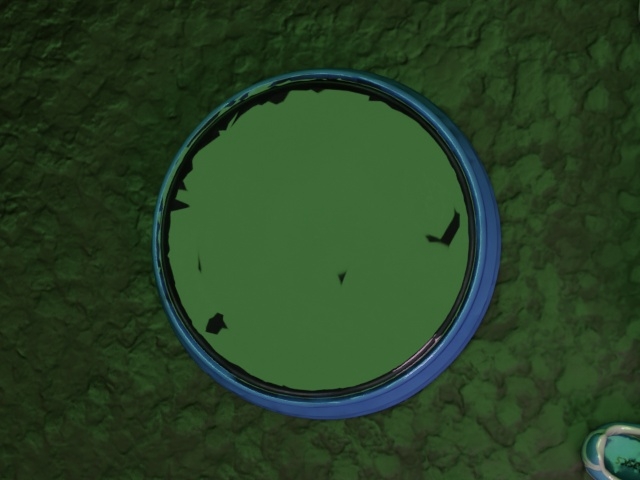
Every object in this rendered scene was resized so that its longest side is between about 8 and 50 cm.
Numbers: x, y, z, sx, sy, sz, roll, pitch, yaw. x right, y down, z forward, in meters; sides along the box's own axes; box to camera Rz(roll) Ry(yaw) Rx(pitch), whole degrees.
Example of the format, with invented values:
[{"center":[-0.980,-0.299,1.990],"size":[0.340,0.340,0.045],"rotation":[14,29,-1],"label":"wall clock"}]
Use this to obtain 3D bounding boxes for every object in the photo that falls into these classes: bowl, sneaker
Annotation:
[{"center":[0.000,0.000,1.754],"size":[0.391,0.077,0.391],"rotation":[-1,84,9],"label":"bowl"},{"center":[0.388,0.241,1.663],"size":[0.237,0.086,0.085],"rotation":[8,84,8],"label":"sneaker"}]

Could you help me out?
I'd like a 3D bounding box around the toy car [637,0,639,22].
[{"center":[0.418,-0.291,1.688],"size":[0.159,0.136,0.182],"rotation":[4,85,10],"label":"toy car"}]
